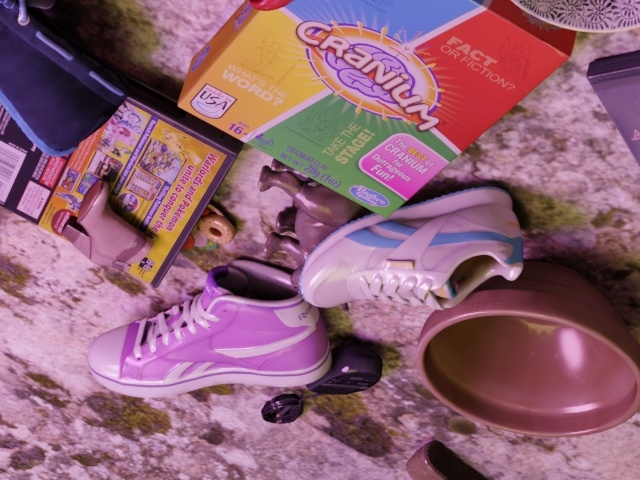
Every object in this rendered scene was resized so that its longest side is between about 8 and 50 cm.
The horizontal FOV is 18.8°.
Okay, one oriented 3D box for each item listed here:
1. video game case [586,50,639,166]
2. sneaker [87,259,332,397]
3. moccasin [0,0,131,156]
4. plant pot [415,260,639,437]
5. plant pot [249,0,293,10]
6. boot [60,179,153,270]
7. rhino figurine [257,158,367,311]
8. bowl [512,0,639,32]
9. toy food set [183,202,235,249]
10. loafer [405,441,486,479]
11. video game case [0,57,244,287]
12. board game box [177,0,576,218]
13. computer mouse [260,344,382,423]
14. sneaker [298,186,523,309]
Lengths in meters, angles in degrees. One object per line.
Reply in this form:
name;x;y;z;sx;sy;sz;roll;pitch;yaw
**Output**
video game case;0.387;-0.084;1.770;0.196;0.026;0.274;-10;138;31
sneaker;-0.138;0.085;2.144;0.282;0.102;0.161;-6;136;12
moccasin;-0.291;-0.225;1.753;0.117;0.137;0.342;-33;137;2
plant pot;0.223;0.099;2.002;0.237;0.109;0.237;9;144;7
plant pot;-0.073;-0.283;1.540;0.174;0.191;0.191;25;144;-18
boot;-0.212;-0.013;1.996;0.087;0.042;0.118;27;144;-15
rhino figurine;0.000;0.000;1.990;0.106;0.073;0.243;11;146;11
bowl;0.221;-0.253;1.557;0.170;0.080;0.170;10;144;7
toy food set;-0.137;-0.018;2.061;0.083;0.020;0.082;37;140;-27
loafer;0.159;0.298;2.348;0.050;0.056;0.148;-20;121;40
video game case;-0.232;-0.083;1.978;0.248;0.035;0.275;28;143;-6
board game box;0.046;-0.166;1.755;0.242;0.064;0.316;27;143;-16
computer mouse;-0.004;0.166;2.251;0.071;0.041;0.242;8;156;-31
sneaker;0.088;0.024;1.908;0.229;0.092;0.087;-19;148;10
